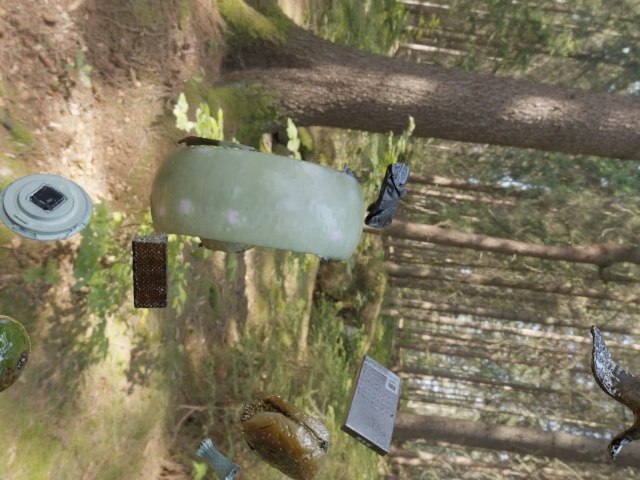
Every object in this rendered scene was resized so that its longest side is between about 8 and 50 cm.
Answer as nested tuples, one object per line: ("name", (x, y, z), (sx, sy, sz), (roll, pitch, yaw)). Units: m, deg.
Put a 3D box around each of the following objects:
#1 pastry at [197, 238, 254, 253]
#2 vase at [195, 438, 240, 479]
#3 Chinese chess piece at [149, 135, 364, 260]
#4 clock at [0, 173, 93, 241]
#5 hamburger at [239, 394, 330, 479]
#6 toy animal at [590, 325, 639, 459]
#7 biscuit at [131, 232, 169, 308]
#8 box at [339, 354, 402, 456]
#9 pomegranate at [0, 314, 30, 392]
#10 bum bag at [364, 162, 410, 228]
("pastry", (-0.225, -0.058, 1.234), (0.236, 0.256, 0.121), (-100, 180, -51))
("vase", (-0.339, 0.716, 1.439), (0.081, 0.148, 0.081), (-45, 157, -26))
("Chinese chess piece", (-0.099, -0.060, 0.742), (0.349, 0.348, 0.147), (108, -9, -90))
("clock", (-0.782, -0.108, 1.266), (0.053, 0.236, 0.237), (-50, -155, 48))
("hamburger", (-0.097, 0.543, 1.228), (0.243, 0.286, 0.146), (-28, -165, 45))
("toy animal", (0.524, 0.271, 0.703), (0.273, 0.197, 0.160), (59, -42, 10))
("biscuit", (-0.547, 0.098, 1.432), (0.070, 0.106, 0.252), (-124, -142, -67))
("box", (0.190, 0.581, 1.591), (0.047, 0.180, 0.325), (-54, -177, 34))
("pomegranate", (-0.751, 0.239, 0.964), (0.179, 0.210, 0.179), (-44, -156, 25))
("bum bag", (0.242, -0.153, 1.556), (0.060, 0.123, 0.249), (51, -52, 44))
